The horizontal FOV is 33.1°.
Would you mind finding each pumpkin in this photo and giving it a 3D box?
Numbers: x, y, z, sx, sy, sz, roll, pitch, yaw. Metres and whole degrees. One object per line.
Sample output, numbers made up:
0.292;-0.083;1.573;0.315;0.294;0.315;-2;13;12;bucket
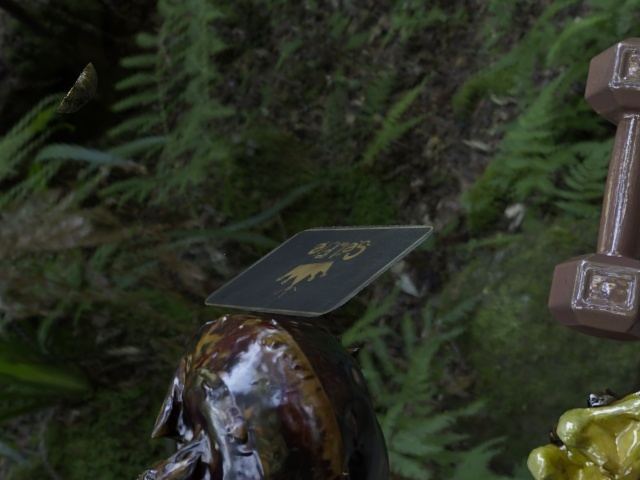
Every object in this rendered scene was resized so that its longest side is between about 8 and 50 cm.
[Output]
-0.295;-0.182;1.326;0.050;0.028;0.083;-39;19;48;pumpkin

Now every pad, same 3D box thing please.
0.001;0.000;1.642;0.315;0.063;0.375;-35;19;-30;pad

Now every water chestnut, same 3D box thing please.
-0.076;0.227;1.169;0.300;0.300;0.300;-38;41;41;water chestnut

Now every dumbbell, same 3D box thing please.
0.237;-0.040;0.828;0.092;0.082;0.231;10;81;17;dumbbell

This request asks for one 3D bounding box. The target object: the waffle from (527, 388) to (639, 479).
0.403;0.309;1.114;0.380;0.382;0.095;-9;26;11;waffle
